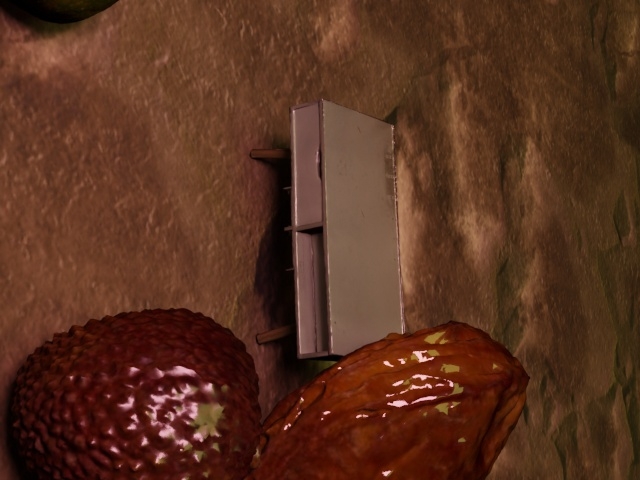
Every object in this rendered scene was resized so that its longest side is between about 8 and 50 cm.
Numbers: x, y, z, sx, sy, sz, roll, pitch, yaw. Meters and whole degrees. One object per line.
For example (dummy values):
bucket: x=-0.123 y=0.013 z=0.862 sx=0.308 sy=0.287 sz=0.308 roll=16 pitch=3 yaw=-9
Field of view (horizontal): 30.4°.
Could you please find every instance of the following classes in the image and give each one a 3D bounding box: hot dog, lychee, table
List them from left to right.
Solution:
lychee: x=-0.130 y=0.136 z=0.883 sx=0.194 sy=0.194 sz=0.194 roll=17 pitch=68 yaw=-50
table: x=0.000 y=0.000 z=1.145 sx=0.121 sy=0.111 sz=0.240 roll=13 pitch=72 yaw=-51
hot dog: x=0.028 y=0.237 z=1.012 sx=0.387 sy=0.174 sz=0.267 roll=-64 pitch=156 yaw=3

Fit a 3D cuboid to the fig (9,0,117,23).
fig: x=-0.195 y=-0.239 z=0.947 sx=0.156 sy=0.123 sz=0.123 roll=-41 pitch=114 yaw=-62
